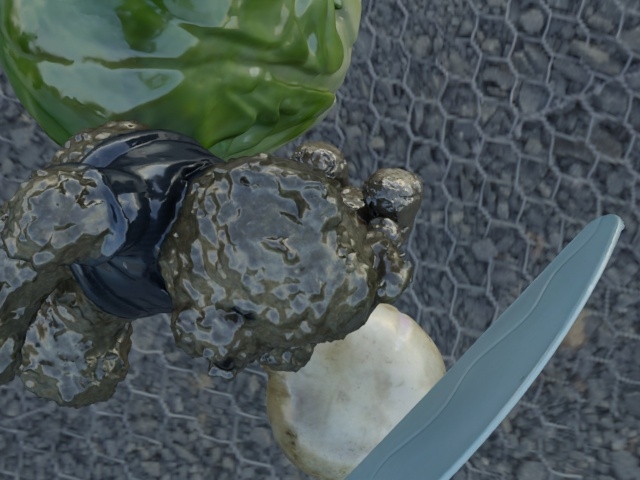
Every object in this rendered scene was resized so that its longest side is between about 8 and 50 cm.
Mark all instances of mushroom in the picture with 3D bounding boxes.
[{"bbox_3d":[0.043,0.191,1.366,0.255,0.184,0.254,0,89,-2],"label":"mushroom"}]

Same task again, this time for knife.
[{"bbox_3d":[0.027,0.108,0.478,0.331,0.080,0.044,-45,103,-1],"label":"knife"}]

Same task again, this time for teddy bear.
[{"bbox_3d":[0.000,0.000,1.067,0.177,0.140,0.190,22,40,36],"label":"teddy bear"},{"bbox_3d":[-0.084,0.006,0.496,0.251,0.182,0.129,-11,77,30],"label":"teddy bear"}]

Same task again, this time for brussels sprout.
[{"bbox_3d":[-0.121,-0.200,0.947,0.281,0.355,0.289,54,127,42],"label":"brussels sprout"}]

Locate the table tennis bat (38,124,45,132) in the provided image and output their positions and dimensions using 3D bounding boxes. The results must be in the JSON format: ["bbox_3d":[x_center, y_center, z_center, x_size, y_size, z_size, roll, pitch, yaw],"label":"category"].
[{"bbox_3d":[-0.387,-0.218,1.580,0.220,0.019,0.130,50,46,-6],"label":"table tennis bat"}]
